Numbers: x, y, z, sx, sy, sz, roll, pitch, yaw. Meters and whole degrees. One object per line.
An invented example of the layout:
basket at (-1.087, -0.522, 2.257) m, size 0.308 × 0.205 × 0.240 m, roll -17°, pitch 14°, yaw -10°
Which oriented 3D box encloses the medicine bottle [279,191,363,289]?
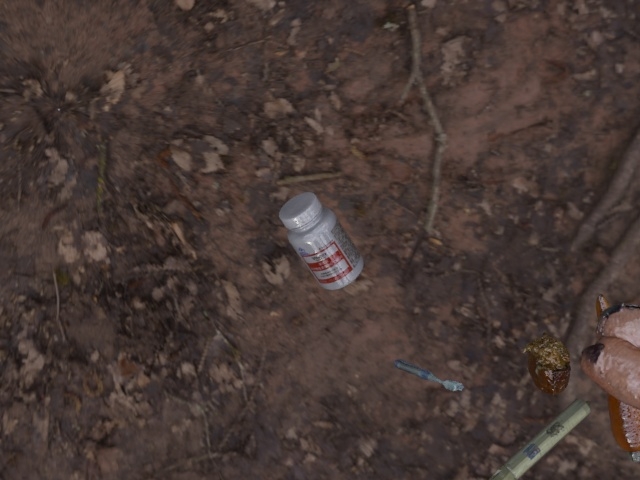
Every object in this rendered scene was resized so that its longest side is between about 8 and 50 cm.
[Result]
medicine bottle at (0.000, 0.000, 1.281) m, size 0.079 × 0.079 × 0.140 m, roll -38°, pitch 119°, yaw -8°

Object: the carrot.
carrot at (0.544, 0.253, 1.560) m, size 0.069 × 0.069 × 0.336 m, roll -18°, pitch 104°, yaw -14°

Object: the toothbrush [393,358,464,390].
toothbrush at (0.169, 0.213, 1.379) m, size 0.019 × 0.219 × 0.016 m, roll 4°, pitch 90°, yaw -20°

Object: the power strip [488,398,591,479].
power strip at (0.401, 0.357, 1.539) m, size 0.268 × 0.092 × 0.034 m, roll -30°, pitch 65°, yaw -31°

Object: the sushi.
sushi at (0.287, 0.148, 1.078) m, size 0.061 × 0.118 × 0.060 m, roll 1°, pitch 107°, yaw -7°

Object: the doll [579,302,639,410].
doll at (0.405, 0.173, 0.844) m, size 0.201 × 0.303 × 0.156 m, roll -50°, pitch 149°, yaw -31°
